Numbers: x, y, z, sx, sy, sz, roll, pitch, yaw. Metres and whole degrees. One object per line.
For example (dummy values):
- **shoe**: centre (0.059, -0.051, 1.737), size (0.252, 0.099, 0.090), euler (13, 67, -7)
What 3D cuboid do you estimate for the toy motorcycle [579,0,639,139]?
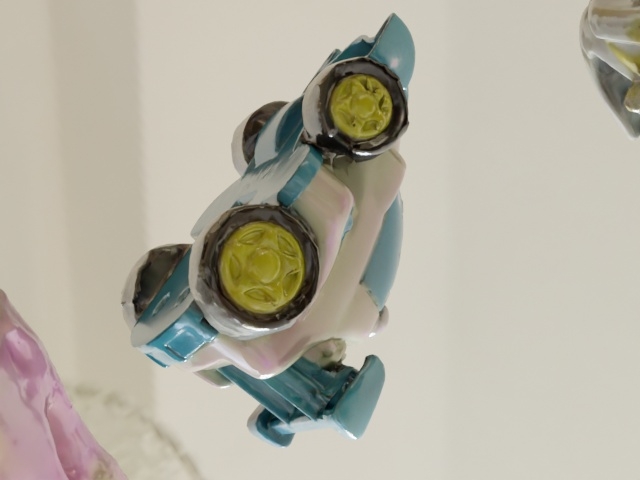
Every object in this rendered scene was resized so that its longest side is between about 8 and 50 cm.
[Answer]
- **toy motorcycle**: centre (0.158, -0.043, 0.657), size (0.229, 0.074, 0.151), euler (47, -30, 17)

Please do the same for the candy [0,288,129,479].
- **candy**: centre (-0.149, 0.152, 0.807), size (0.155, 0.116, 0.265), euler (-7, -54, 26)

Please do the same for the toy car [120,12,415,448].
- **toy car**: centre (0.000, 0.000, 0.777), size (0.098, 0.161, 0.126), euler (41, -21, -12)
